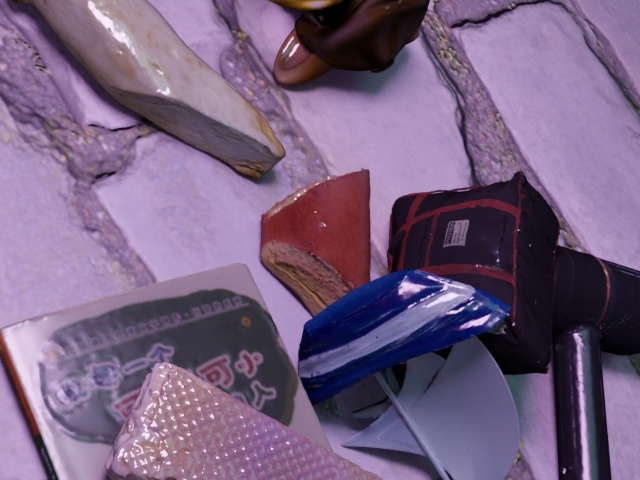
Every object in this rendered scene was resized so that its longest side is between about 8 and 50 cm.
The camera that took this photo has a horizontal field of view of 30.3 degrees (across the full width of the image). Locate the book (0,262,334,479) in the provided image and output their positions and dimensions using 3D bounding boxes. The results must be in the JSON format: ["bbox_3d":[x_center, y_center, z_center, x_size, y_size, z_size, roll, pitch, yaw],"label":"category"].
[{"bbox_3d":[-0.098,0.212,1.029,0.260,0.043,0.371,-15,73,-39],"label":"book"}]

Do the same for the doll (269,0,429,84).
[{"bbox_3d":[0.004,-0.355,1.329,0.317,0.209,0.340,-11,72,-34],"label":"doll"}]

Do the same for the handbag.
[{"bbox_3d":[0.147,0.042,1.206,0.155,0.169,0.215,48,40,-36],"label":"handbag"}]

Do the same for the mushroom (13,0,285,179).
[{"bbox_3d":[-0.177,-0.180,1.189,0.333,0.087,0.107,45,47,-5],"label":"mushroom"}]

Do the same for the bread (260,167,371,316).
[{"bbox_3d":[0.001,0.000,1.204,0.119,0.067,0.192,14,56,-26],"label":"bread"}]

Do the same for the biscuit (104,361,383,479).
[{"bbox_3d":[-0.061,0.204,0.995,0.238,0.062,0.108,31,55,-13],"label":"biscuit"}]

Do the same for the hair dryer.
[{"bbox_3d":[0.295,0.182,1.284,0.189,0.107,0.352,15,64,-28],"label":"hair dryer"}]

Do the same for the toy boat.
[{"bbox_3d":[0.086,0.162,1.118,0.070,0.210,0.292,-63,147,-61],"label":"toy boat"}]
